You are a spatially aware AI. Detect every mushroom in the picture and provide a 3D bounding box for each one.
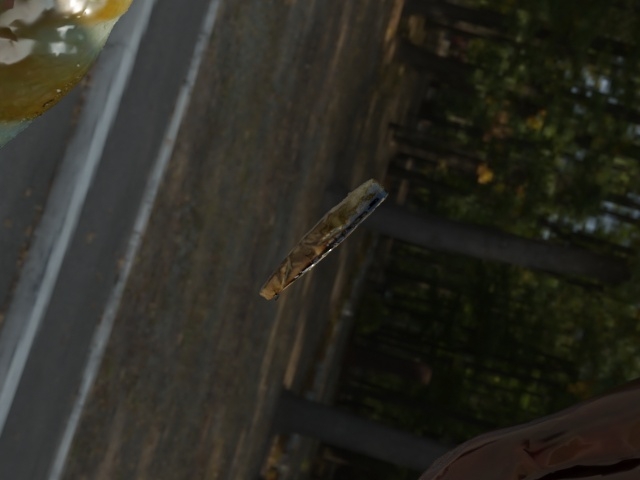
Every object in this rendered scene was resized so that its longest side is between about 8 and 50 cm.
[{"bbox_3d":[0.000,0.000,0.720,0.101,0.019,0.049,-43,-179,5],"label":"mushroom"}]

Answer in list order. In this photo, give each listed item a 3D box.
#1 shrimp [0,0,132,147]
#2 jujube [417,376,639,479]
[{"bbox_3d":[-0.181,-0.109,0.419,0.068,0.286,0.185,-83,176,-64],"label":"shrimp"},{"bbox_3d":[0.165,0.159,0.591,0.183,0.243,0.183,164,-90,-84],"label":"jujube"}]
